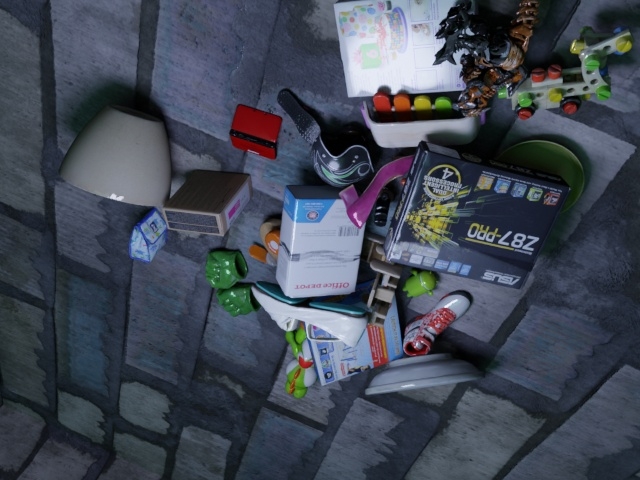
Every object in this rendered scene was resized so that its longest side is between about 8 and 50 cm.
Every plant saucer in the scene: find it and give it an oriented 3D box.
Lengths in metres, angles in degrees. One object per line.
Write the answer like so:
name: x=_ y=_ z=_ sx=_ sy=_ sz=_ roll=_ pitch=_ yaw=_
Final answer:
plant saucer: x=0.341 y=0.441 z=2.017 sx=0.401 sy=0.100 sz=0.400 roll=-7 pitch=165 yaw=-2
plant saucer: x=0.573 y=-0.165 z=1.611 sx=0.241 sy=0.037 sz=0.241 roll=10 pitch=127 yaw=13

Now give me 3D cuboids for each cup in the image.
cup: x=-0.591 y=-0.273 z=1.822 sx=0.331 sy=0.331 sz=0.236 roll=21 pitch=103 yaw=5

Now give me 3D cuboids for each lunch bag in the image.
lunch bag: x=-0.600 y=-0.021 z=2.100 sx=0.096 sy=0.129 sz=0.151 roll=13 pitch=126 yaw=10

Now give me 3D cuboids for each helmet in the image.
helmet: x=0.057 y=-0.230 z=1.677 sx=0.162 sy=0.169 sz=0.169 roll=-15 pitch=120 yaw=9

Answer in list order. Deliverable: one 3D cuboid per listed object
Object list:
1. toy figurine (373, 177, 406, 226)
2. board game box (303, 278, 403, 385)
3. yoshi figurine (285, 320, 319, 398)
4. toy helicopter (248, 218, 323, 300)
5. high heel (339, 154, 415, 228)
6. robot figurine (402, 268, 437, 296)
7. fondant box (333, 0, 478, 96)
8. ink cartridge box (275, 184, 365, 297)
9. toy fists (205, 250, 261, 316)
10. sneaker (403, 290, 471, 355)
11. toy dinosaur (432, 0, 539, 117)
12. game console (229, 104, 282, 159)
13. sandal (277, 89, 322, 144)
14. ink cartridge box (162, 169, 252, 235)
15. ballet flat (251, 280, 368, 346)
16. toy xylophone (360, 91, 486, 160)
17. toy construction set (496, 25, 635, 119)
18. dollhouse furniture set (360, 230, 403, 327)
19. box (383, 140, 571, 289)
toy figurine: x=0.273 y=-0.091 z=1.718 sx=0.209 sy=0.148 sz=0.213 roll=41 pitch=126 yaw=-19
board game box: x=0.108 y=0.303 z=2.003 sx=0.302 sy=0.086 sz=0.308 roll=-17 pitch=123 yaw=-9
yoshi figurine: x=-0.031 y=0.408 z=2.212 sx=0.203 sy=0.203 sz=0.362 roll=3 pitch=121 yaw=-33
toy helicopter: x=-0.092 y=0.088 z=1.980 sx=0.235 sy=0.140 sz=0.355 roll=-12 pitch=113 yaw=49
high heel: x=0.176 y=-0.135 z=1.641 sx=0.244 sy=0.082 sz=0.117 roll=-29 pitch=82 yaw=5
robot figurine: x=0.317 y=0.137 z=1.911 sx=0.115 sy=0.067 sz=0.101 roll=-32 pitch=101 yaw=35
fondant box: x=0.216 y=-0.486 z=1.471 sx=0.330 sy=0.096 sz=0.238 roll=1 pitch=125 yaw=19
ink cartridge box: x=0.000 y=0.000 z=1.786 sx=0.223 sy=0.129 sz=0.307 roll=-1 pitch=114 yaw=-21
toy fists: x=-0.323 y=0.157 z=2.150 sx=0.142 sy=0.096 sz=0.279 roll=-4 pitch=125 yaw=24
sneaker: x=0.373 y=0.279 z=1.945 sx=0.090 sy=0.145 sz=0.270 roll=41 pitch=128 yaw=-12
toy dinosaur: x=0.369 y=-0.423 z=1.319 sx=0.218 sy=0.164 sz=0.321 roll=21 pitch=114 yaw=-7
game console: x=-0.189 y=-0.320 z=1.798 sx=0.144 sy=0.085 sz=0.124 roll=19 pitch=160 yaw=7
sandal: x=-0.052 y=-0.353 z=1.712 sx=0.067 sy=0.040 sz=0.179 roll=-36 pitch=93 yaw=31
ink cartridge box: x=-0.343 y=-0.120 z=1.862 sx=0.193 sy=0.234 sz=0.088 roll=8 pitch=127 yaw=16
ballet flat: x=-0.049 y=0.227 z=1.809 sx=0.400 sy=0.139 sz=0.139 roll=13 pitch=129 yaw=27
toy xylophone: x=0.266 y=-0.295 z=1.577 sx=0.323 sy=0.081 sz=0.236 roll=4 pitch=160 yaw=9
toy construction set: x=0.529 y=-0.394 z=1.385 sx=0.328 sy=0.151 sz=0.215 roll=9 pitch=152 yaw=24
dollhouse furniture set: x=0.159 y=0.094 z=1.826 sx=0.161 sy=0.242 sz=0.212 roll=18 pitch=129 yaw=7
box: x=0.397 y=-0.060 z=1.576 sx=0.395 sy=0.097 sz=0.318 roll=13 pitch=118 yaw=-8
